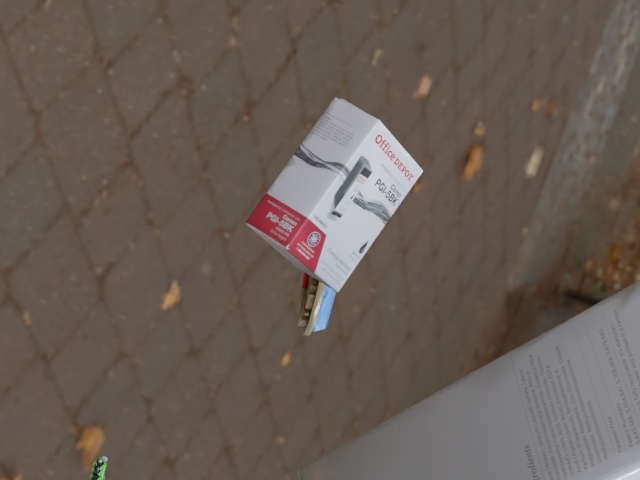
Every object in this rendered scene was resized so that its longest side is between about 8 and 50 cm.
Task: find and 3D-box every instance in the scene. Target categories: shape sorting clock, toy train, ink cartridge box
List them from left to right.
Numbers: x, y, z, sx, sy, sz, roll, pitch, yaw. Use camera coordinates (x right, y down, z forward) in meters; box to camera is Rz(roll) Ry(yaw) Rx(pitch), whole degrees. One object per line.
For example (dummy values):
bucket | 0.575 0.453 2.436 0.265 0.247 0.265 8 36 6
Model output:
toy train | -0.314 0.335 1.883 0.023 0.017 0.083 -38 154 -51
shape sorting clock | 0.000 0.000 1.432 0.206 0.040 0.206 -172 -90 -83
ink cartridge box | 0.014 -0.039 1.146 0.135 0.056 0.099 -55 142 -5

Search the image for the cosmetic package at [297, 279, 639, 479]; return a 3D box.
cosmetic package | 0.194 0.209 1.130 0.217 0.385 0.156 36 34 -41
